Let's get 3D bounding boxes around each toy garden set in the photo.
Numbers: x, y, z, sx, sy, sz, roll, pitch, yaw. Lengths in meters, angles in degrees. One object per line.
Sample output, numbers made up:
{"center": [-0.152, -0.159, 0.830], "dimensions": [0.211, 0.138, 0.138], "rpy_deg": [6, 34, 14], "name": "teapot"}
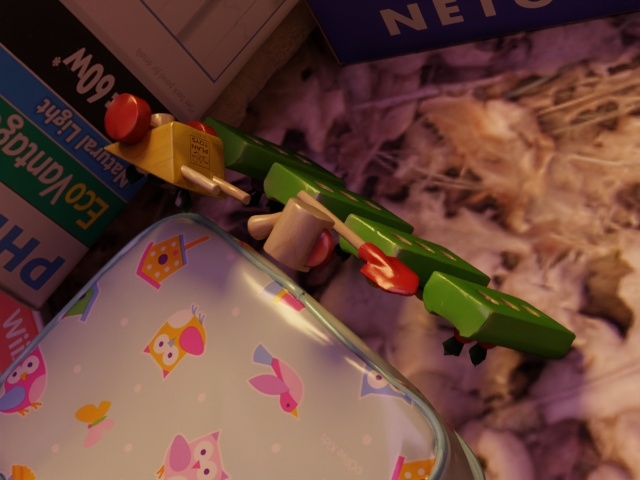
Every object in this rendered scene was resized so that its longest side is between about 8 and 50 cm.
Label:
{"center": [0.000, 0.000, 0.676], "dimensions": [0.244, 0.204, 0.049], "rpy_deg": [36, 101, 36], "name": "toy garden set"}

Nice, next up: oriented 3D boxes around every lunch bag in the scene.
{"center": [-0.064, 0.129, 0.674], "dimensions": [0.224, 0.108, 0.279], "rpy_deg": [-49, 52, -4], "name": "lunch bag"}

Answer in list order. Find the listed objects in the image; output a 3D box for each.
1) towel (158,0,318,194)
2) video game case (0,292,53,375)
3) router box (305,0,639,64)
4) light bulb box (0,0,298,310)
{"center": [-0.149, -0.151, 0.922], "dimensions": [0.282, 0.049, 0.187], "rpy_deg": [26, 75, 35], "name": "towel"}
{"center": [-0.338, 0.087, 0.873], "dimensions": [0.285, 0.025, 0.204], "rpy_deg": [-30, 53, 4], "name": "video game case"}
{"center": [0.162, -0.297, 0.852], "dimensions": [0.335, 0.082, 0.301], "rpy_deg": [-7, 58, 20], "name": "router box"}
{"center": [-0.231, -0.211, 0.813], "dimensions": [0.358, 0.225, 0.361], "rpy_deg": [35, 83, 40], "name": "light bulb box"}
